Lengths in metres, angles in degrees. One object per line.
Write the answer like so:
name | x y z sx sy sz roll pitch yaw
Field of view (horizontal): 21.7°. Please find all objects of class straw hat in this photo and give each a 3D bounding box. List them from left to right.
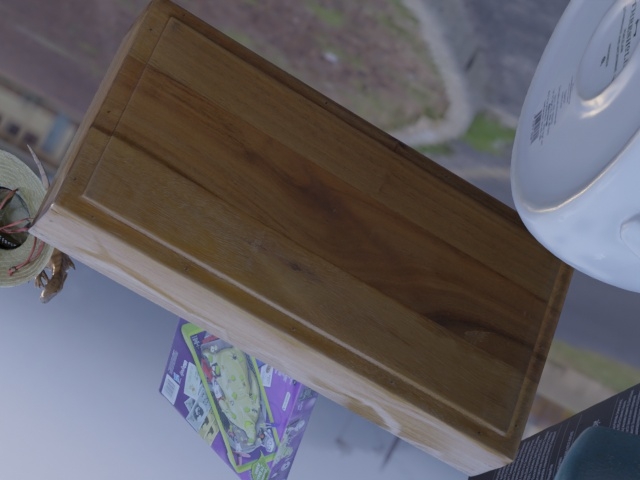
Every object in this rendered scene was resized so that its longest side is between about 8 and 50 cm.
straw hat | -0.309 -0.023 1.664 0.144 0.144 0.061 28 -164 18

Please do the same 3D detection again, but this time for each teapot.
teapot | 0.235 -0.064 0.909 0.187 0.256 0.252 26 -175 -14

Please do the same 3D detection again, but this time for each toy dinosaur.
toy dinosaur | -0.335 -0.004 2.107 0.064 0.211 0.112 -2 145 -18

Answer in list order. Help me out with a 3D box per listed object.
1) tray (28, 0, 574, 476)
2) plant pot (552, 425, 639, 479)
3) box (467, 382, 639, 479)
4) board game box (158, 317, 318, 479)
tray | 0.000 0.000 1.317 0.411 0.203 0.076 30 152 -16
plant pot | 0.284 0.314 1.486 0.247 0.252 0.248 14 135 -3
box | 0.366 0.347 1.789 0.343 0.312 0.179 57 -157 -8
board game box | -0.083 0.125 1.991 0.056 0.347 0.208 -19 -127 -37
